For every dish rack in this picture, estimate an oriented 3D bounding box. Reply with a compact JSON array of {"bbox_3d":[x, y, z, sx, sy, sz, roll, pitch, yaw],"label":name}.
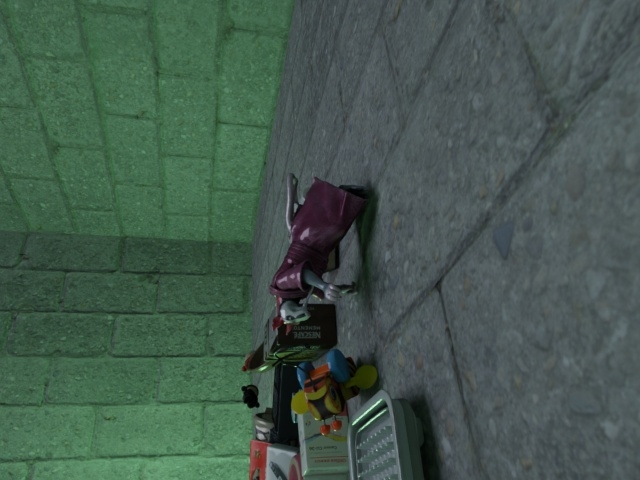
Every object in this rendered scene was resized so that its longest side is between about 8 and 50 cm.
[{"bbox_3d":[0.119,0.438,0.866,0.285,0.072,0.332,110,159,-57],"label":"dish rack"}]

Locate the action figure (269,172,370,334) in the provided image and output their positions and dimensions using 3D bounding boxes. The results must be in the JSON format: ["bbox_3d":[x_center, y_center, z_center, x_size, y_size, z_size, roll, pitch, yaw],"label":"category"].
[{"bbox_3d":[-0.036,0.029,1.174,0.370,0.276,0.248,-62,-12,-14],"label":"action figure"}]

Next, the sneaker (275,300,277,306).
[{"bbox_3d":[-0.168,0.324,2.248,0.071,0.068,0.169,160,114,-71],"label":"sneaker"}]

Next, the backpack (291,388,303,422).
[{"bbox_3d":[-0.045,0.511,1.579,0.114,0.084,0.104,-167,78,-75],"label":"backpack"}]

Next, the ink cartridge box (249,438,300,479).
[{"bbox_3d":[-0.167,0.836,1.783,0.060,0.239,0.275,13,-103,-58],"label":"ink cartridge box"}]

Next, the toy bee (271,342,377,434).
[{"bbox_3d":[0.006,0.317,1.080,0.195,0.298,0.162,-36,60,35],"label":"toy bee"}]

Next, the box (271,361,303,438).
[{"bbox_3d":[-0.104,0.521,1.811,0.184,0.103,0.261,-168,82,-81],"label":"box"}]

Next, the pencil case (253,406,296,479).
[{"bbox_3d":[-0.174,0.837,1.924,0.183,0.160,0.410,-13,74,62],"label":"pencil case"}]

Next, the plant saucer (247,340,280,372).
[{"bbox_3d":[-0.141,0.357,1.816,0.278,0.041,0.278,-41,10,9],"label":"plant saucer"}]

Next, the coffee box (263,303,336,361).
[{"bbox_3d":[-0.069,0.279,1.547,0.297,0.168,0.118,119,151,-65],"label":"coffee box"}]

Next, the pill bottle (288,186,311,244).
[{"bbox_3d":[-0.034,-0.066,1.608,0.193,0.108,0.108,106,163,-45],"label":"pill bottle"}]

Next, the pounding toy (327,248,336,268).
[{"bbox_3d":[0.001,-0.010,1.461,0.206,0.094,0.181,140,131,-73],"label":"pounding toy"}]

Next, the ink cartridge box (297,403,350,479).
[{"bbox_3d":[0.012,0.489,1.245,0.067,0.115,0.198,107,160,-48],"label":"ink cartridge box"}]

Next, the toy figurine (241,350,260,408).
[{"bbox_3d":[-0.194,0.523,1.976,0.148,0.210,0.212,171,101,-84],"label":"toy figurine"}]

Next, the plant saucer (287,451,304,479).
[{"bbox_3d":[-0.037,0.748,1.491,0.332,0.084,0.332,-177,90,-79],"label":"plant saucer"}]
